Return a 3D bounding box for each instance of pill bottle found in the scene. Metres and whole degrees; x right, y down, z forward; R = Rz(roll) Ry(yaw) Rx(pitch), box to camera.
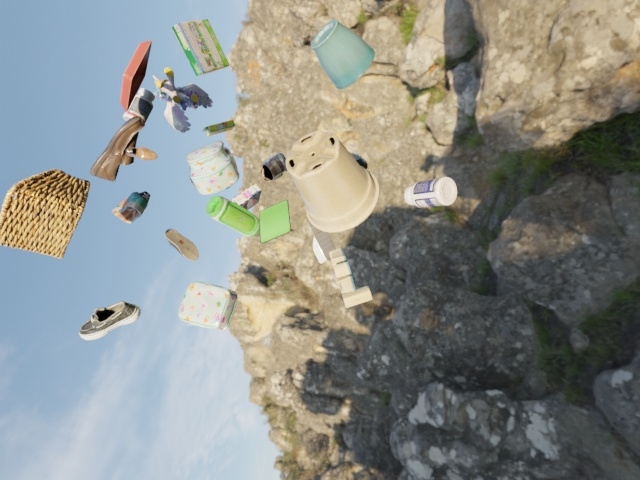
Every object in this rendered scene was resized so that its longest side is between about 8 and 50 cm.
[{"bbox_3d":[0.368,-0.160,1.372,0.169,0.094,0.094,0,80,59],"label":"pill bottle"},{"bbox_3d":[-0.928,-0.686,2.083,0.108,0.107,0.180,85,-156,-76],"label":"pill bottle"}]

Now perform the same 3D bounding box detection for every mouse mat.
[{"bbox_3d":[-0.200,-0.083,1.750,0.007,0.152,0.190,48,-154,-49],"label":"mouse mat"}]

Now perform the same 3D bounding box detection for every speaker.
[{"bbox_3d":[-0.450,-0.124,2.127,0.296,0.131,0.131,32,-120,-45],"label":"speaker"}]

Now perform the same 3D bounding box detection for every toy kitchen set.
[{"bbox_3d":[0.131,0.152,1.767,0.166,0.122,0.207,-106,-2,-60],"label":"toy kitchen set"}]

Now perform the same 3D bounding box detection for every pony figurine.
[{"bbox_3d":[-0.830,-0.844,2.377,0.303,0.351,0.363,-50,30,-6],"label":"pony figurine"}]

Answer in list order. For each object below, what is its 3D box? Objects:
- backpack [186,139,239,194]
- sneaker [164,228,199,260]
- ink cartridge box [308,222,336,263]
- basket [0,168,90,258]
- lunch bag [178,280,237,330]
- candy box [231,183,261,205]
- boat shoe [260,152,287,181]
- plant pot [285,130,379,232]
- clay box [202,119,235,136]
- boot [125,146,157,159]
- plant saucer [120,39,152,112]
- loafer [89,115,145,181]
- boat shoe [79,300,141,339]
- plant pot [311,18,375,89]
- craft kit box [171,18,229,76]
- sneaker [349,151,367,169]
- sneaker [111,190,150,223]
[{"bbox_3d":[-0.363,-0.241,1.359,0.188,0.165,0.144,-121,10,-48],"label":"backpack"},{"bbox_3d":[-0.733,0.033,2.163,0.083,0.222,0.118,-45,-3,-22],"label":"sneaker"},{"bbox_3d":[0.000,0.000,2.325,0.232,0.066,0.189,59,-154,1],"label":"ink cartridge box"},{"bbox_3d":[-0.987,-0.115,1.439,0.299,0.223,0.214,-47,41,31],"label":"basket"},{"bbox_3d":[-0.559,0.326,1.996,0.108,0.279,0.224,38,-116,-60],"label":"lunch bag"},{"bbox_3d":[-0.486,-0.259,2.633,0.196,0.070,0.165,-40,-9,-27],"label":"candy box"},{"bbox_3d":[-0.259,-0.363,2.077,0.116,0.123,0.324,-37,7,-17],"label":"boat shoe"},{"bbox_3d":[0.028,-0.249,1.596,0.305,0.333,0.334,49,-137,-49],"label":"plant pot"},{"bbox_3d":[-0.738,-0.809,2.920,0.127,0.222,0.053,0,112,67],"label":"clay box"},{"bbox_3d":[-0.627,-0.306,1.428,0.087,0.118,0.042,-148,73,-81],"label":"boot"},{"bbox_3d":[-0.866,-0.769,1.878,0.259,0.047,0.259,-32,42,55],"label":"plant saucer"},{"bbox_3d":[-0.921,-0.422,1.889,0.366,0.130,0.134,-45,29,17],"label":"loafer"},{"bbox_3d":[-1.010,0.359,1.896,0.119,0.335,0.121,57,-167,-41],"label":"boat shoe"},{"bbox_3d":[0.098,-0.983,2.103,0.271,0.255,0.272,-32,40,31],"label":"plant pot"},{"bbox_3d":[-0.611,-0.998,2.084,0.247,0.060,0.250,-50,-58,-49],"label":"craft kit box"},{"bbox_3d":[0.104,-0.364,1.903,0.132,0.228,0.086,-62,4,-33],"label":"sneaker"},{"bbox_3d":[-0.926,-0.168,2.000,0.108,0.302,0.121,47,-125,-31],"label":"sneaker"}]
